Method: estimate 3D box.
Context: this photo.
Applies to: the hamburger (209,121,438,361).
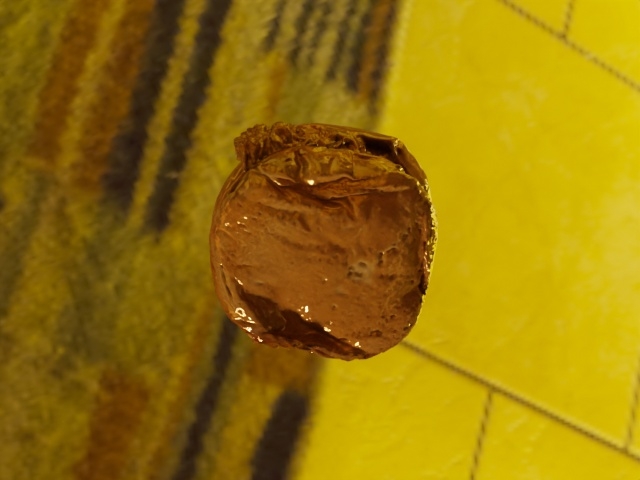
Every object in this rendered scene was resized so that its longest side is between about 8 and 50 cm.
[{"bbox_3d":[0.000,0.000,1.051,0.138,0.083,0.147,5,109,-7],"label":"hamburger"}]
